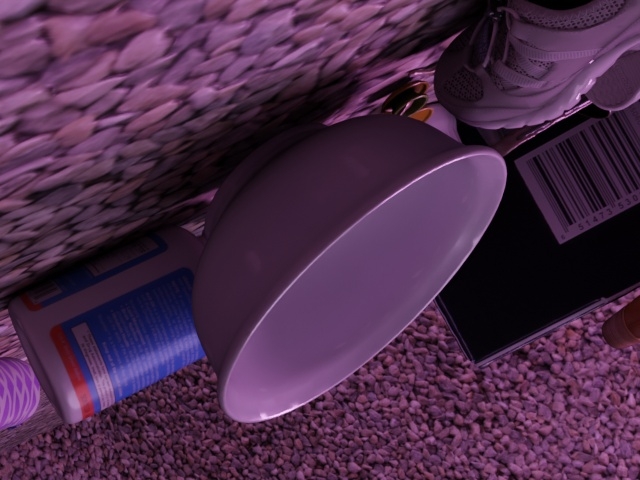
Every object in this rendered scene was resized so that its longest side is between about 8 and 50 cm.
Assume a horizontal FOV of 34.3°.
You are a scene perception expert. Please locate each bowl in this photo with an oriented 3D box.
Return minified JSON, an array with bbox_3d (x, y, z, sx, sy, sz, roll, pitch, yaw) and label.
[{"bbox_3d":[0.000,0.000,0.844,0.298,0.134,0.298,-36,157,-18],"label":"bowl"}]

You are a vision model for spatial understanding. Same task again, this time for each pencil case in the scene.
[{"bbox_3d":[-0.377,0.172,1.121,0.088,0.086,0.206,-5,175,4],"label":"pencil case"}]

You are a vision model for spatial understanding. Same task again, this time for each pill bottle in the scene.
[{"bbox_3d":[-0.154,0.062,0.933,0.221,0.124,0.124,-26,175,-21],"label":"pill bottle"}]

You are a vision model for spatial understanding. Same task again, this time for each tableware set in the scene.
[{"bbox_3d":[0.075,-0.103,0.928,0.104,0.024,0.154,-17,160,-45],"label":"tableware set"}]

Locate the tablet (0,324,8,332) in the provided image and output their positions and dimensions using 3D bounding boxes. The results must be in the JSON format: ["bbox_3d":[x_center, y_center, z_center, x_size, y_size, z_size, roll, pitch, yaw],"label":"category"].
[{"bbox_3d":[-0.339,0.099,0.985,0.054,0.006,0.083,-30,176,17],"label":"tablet"}]

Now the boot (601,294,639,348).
[{"bbox_3d":[0.442,0.064,1.221,0.197,0.073,0.152,-28,171,-31],"label":"boot"}]

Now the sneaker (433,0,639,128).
[{"bbox_3d":[0.152,-0.161,0.690,0.115,0.105,0.281,13,159,-26],"label":"sneaker"}]

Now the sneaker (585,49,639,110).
[{"bbox_3d":[0.354,-0.236,0.960,0.151,0.094,0.256,-41,176,-35],"label":"sneaker"}]

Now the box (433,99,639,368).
[{"bbox_3d":[0.379,-0.078,1.451,0.480,0.297,0.472,-29,173,13],"label":"box"}]

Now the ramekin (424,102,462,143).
[{"bbox_3d":[0.051,-0.024,1.133,0.277,0.135,0.277,-28,175,-3],"label":"ramekin"}]

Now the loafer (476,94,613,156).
[{"bbox_3d":[0.280,-0.157,1.140,0.267,0.084,0.096,-17,172,-21],"label":"loafer"}]
